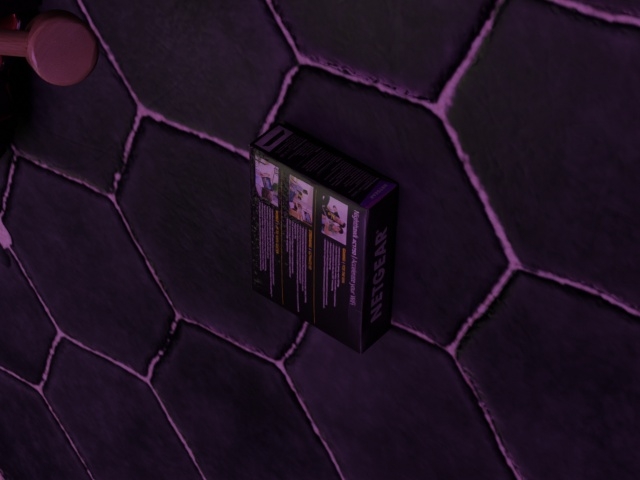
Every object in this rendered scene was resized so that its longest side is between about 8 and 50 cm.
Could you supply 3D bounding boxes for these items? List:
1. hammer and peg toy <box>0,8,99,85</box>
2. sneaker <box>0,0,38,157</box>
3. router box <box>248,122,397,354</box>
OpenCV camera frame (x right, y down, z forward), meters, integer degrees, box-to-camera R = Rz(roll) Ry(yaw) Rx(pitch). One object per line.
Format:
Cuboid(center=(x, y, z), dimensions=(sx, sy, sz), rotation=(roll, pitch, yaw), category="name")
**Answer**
Cuboid(center=(-0.277, -0.284, 1.315), dimensions=(0.127, 0.266, 0.361), rotation=(-146, 49, -63), category="hammer and peg toy")
Cuboid(center=(-0.376, -0.175, 1.706), dimensions=(0.136, 0.116, 0.314), rotation=(42, 128, 22), category="sneaker")
Cuboid(center=(0.000, 0.000, 1.506), dimensions=(0.133, 0.046, 0.179), rotation=(30, 140, 27), category="router box")
